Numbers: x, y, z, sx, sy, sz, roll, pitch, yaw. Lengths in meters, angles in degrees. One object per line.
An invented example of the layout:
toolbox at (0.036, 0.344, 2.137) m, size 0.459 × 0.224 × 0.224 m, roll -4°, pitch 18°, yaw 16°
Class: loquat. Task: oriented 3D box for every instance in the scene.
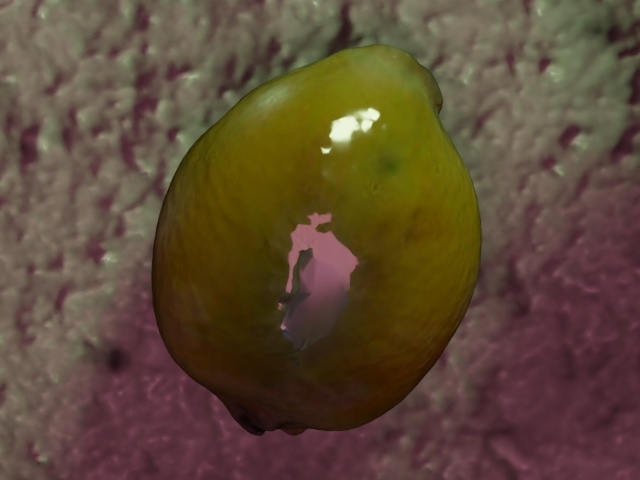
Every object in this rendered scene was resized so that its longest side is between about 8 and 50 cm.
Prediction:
loquat at (0.000, 0.000, 0.833) m, size 0.152 × 0.152 × 0.195 m, roll 18°, pitch 99°, yaw -5°
